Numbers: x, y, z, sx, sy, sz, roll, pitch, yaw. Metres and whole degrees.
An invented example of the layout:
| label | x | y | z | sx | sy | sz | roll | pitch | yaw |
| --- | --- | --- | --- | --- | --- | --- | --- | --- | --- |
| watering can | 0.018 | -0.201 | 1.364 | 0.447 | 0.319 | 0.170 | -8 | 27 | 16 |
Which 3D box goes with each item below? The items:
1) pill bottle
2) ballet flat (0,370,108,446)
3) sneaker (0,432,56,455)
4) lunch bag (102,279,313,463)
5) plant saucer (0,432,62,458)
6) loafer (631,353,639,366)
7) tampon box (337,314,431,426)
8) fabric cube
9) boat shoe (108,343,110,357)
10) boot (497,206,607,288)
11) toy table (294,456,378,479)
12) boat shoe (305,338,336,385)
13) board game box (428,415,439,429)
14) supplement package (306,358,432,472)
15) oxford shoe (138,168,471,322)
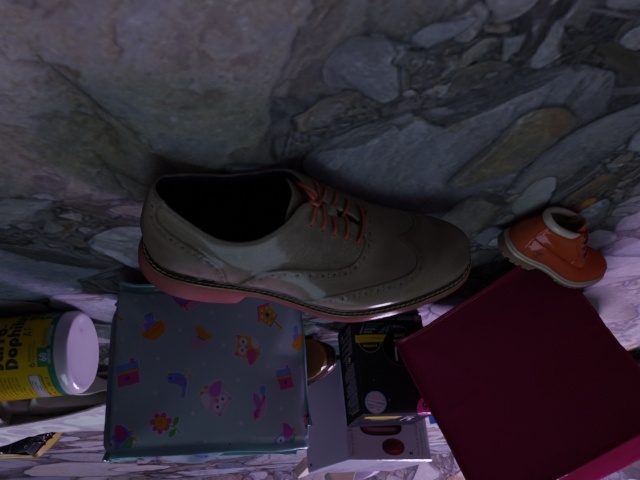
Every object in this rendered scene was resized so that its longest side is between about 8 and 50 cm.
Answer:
| label | x | y | z | sx | sy | sz | roll | pitch | yaw |
| --- | --- | --- | --- | --- | --- | --- | --- | --- | --- |
| pill bottle | -0.431 | 0.163 | 0.845 | 0.208 | 0.117 | 0.117 | -5 | 154 | 1 |
| ballet flat | -0.530 | 0.288 | 1.097 | 0.400 | 0.139 | 0.139 | -2 | 154 | -17 |
| sneaker | -0.545 | 0.377 | 1.251 | 0.222 | 0.118 | 0.083 | -6 | 154 | 2 |
| lunch bag | -0.140 | 0.173 | 0.799 | 0.262 | 0.223 | 0.160 | 4 | 158 | -22 |
| plant saucer | -0.773 | 0.445 | 1.394 | 0.333 | 0.081 | 0.333 | 4 | 152 | -19 |
| loafer | 0.720 | 0.297 | 1.386 | 0.109 | 0.095 | 0.302 | 40 | 132 | -15 |
| tampon box | 0.104 | 0.212 | 0.991 | 0.120 | 0.161 | 0.101 | 1 | 153 | -14 |
| fabric cube | 0.304 | 0.210 | 0.857 | 0.254 | 0.259 | 0.258 | -35 | 145 | 14 |
| boat shoe | -0.206 | 0.190 | 0.971 | 0.258 | 0.089 | 0.109 | -2 | 153 | -6 |
| boot | 0.300 | 0.008 | 0.726 | 0.158 | 0.059 | 0.084 | 17 | 140 | -24 |
| toy table | 0.054 | 0.510 | 1.525 | 0.161 | 0.252 | 0.274 | 0 | 126 | -37 |
| boat shoe | -0.029 | 0.224 | 1.099 | 0.073 | 0.073 | 0.207 | 11 | 157 | -32 |
| board game box | 0.458 | 0.441 | 1.602 | 0.308 | 0.086 | 0.302 | -14 | 152 | 16 |
| supplement package | 0.089 | 0.358 | 1.230 | 0.203 | 0.194 | 0.149 | 11 | 148 | -30 |
| oxford shoe | 0.000 | 0.000 | 0.596 | 0.348 | 0.123 | 0.130 | 0 | 148 | -14 |
